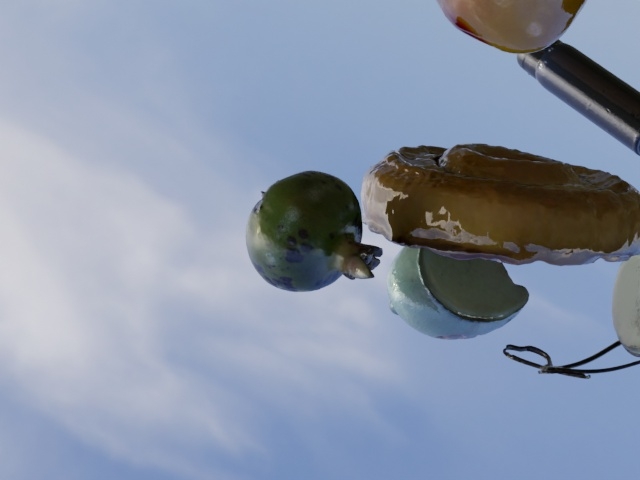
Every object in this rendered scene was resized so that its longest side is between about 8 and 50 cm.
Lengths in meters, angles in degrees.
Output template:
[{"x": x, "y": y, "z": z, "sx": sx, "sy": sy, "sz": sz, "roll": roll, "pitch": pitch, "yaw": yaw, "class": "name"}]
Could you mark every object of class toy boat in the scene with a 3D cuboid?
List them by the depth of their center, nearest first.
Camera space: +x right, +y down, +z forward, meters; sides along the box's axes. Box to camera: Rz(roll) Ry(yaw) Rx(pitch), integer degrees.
[{"x": 0.149, "y": 0.052, "z": 1.936, "sx": 0.207, "sy": 0.079, "sz": 0.134, "roll": -15, "pitch": -104, "yaw": -50, "class": "toy boat"}]

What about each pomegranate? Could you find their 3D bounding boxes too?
[{"x": 0.000, "y": 0.000, "z": 1.613, "sx": 0.161, "sy": 0.122, "sz": 0.122, "roll": 30, "pitch": -156, "yaw": 31, "class": "pomegranate"}]

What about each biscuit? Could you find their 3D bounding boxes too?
[{"x": 0.188, "y": -0.042, "z": 1.729, "sx": 0.296, "sy": 0.102, "sz": 0.296, "roll": 5, "pitch": -169, "yaw": -1, "class": "biscuit"}]

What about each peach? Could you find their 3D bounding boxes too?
[{"x": 0.152, "y": -0.222, "z": 1.362, "sx": 0.138, "sy": 0.138, "sz": 0.138, "roll": 19, "pitch": -156, "yaw": -9, "class": "peach"}]

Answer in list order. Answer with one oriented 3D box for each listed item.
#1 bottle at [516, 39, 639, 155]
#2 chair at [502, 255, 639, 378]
[{"x": 0.375, "y": -0.211, "z": 2.352, "sx": 0.072, "sy": 0.082, "sz": 0.244, "roll": -37, "pitch": -125, "yaw": -19, "class": "bottle"}, {"x": 0.421, "y": 0.093, "z": 2.230, "sx": 0.325, "sy": 0.170, "sz": 0.160, "roll": 1, "pitch": -167, "yaw": -20, "class": "chair"}]
